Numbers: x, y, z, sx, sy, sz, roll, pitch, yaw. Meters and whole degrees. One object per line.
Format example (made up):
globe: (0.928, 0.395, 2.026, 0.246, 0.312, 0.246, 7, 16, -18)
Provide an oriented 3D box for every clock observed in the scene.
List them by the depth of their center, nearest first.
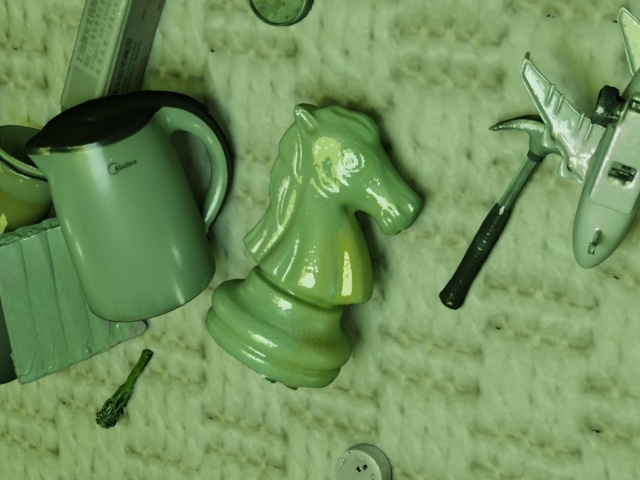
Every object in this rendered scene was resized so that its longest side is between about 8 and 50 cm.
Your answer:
clock: (-0.046, -0.279, 1.451, 0.085, 0.017, 0.085, 10, 110, 29)
clock: (0.038, 0.305, 1.570, 0.087, 0.041, 0.129, 51, 119, 12)

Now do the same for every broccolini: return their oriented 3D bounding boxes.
broccolini: (-0.260, 0.197, 1.723, 0.030, 0.035, 0.140, 40, 120, 11)

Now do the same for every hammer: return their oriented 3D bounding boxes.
hammer: (0.183, -0.026, 1.386, 0.103, 0.029, 0.246, 39, 123, 16)

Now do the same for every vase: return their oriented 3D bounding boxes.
vase: (-0.415, 0.016, 1.687, 0.173, 0.173, 0.321, 34, 116, 19)

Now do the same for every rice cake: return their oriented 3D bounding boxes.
rice cake: (-0.318, 0.064, 1.636, 0.037, 0.189, 0.198, -136, 29, -59)

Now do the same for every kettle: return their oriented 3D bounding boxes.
kettle: (-0.205, -0.057, 1.521, 0.161, 0.221, 0.236, -134, 25, -60)

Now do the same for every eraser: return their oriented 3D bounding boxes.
eraser: (-0.233, -0.258, 1.530, 0.061, 0.089, 0.352, 30, 118, 16)

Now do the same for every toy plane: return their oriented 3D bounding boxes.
toy plane: (0.293, -0.083, 1.244, 0.251, 0.101, 0.255, 22, 111, 10)

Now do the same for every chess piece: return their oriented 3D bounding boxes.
chess piece: (0.000, 0.000, 1.450, 0.176, 0.176, 0.298, 29, 105, 21)
